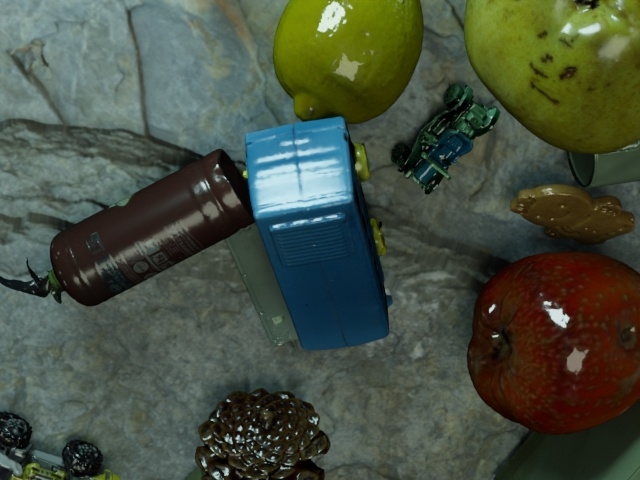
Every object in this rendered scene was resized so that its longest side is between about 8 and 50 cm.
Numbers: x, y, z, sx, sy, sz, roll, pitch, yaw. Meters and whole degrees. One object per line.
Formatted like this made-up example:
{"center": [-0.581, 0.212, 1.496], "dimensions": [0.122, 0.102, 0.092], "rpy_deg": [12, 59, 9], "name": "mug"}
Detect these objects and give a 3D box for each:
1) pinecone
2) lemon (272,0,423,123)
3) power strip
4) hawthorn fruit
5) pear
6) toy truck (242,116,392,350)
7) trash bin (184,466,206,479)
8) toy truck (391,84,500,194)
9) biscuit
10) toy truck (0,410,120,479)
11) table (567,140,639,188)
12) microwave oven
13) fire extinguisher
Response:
{"center": [-0.085, 0.324, 2.053], "dimensions": [0.208, 0.207, 0.207], "rpy_deg": [-5, 120, -8], "name": "pinecone"}
{"center": [0.039, -0.255, 1.750], "dimensions": [0.184, 0.184, 0.248], "rpy_deg": [29, 89, -24], "name": "lemon"}
{"center": [-0.075, 0.064, 1.996], "dimensions": [0.060, 0.027, 0.252], "rpy_deg": [-21, 121, 1], "name": "power strip"}
{"center": [0.362, 0.138, 1.990], "dimensions": [0.300, 0.275, 0.275], "rpy_deg": [-19, 121, -11], "name": "hawthorn fruit"}
{"center": [0.335, -0.266, 1.720], "dimensions": [0.304, 0.304, 0.303], "rpy_deg": [-5, 120, -8], "name": "pear"}
{"center": [0.000, 0.000, 1.834], "dimensions": [0.161, 0.162, 0.385], "rpy_deg": [-9, 147, 5], "name": "toy truck"}
{"center": [-0.192, 0.399, 2.160], "dimensions": [0.061, 0.043, 0.092], "rpy_deg": [35, 105, -25], "name": "trash bin"}
{"center": [0.174, -0.134, 1.901], "dimensions": [0.080, 0.078, 0.154], "rpy_deg": [34, 108, -27], "name": "toy truck"}
{"center": [0.364, -0.036, 1.978], "dimensions": [0.133, 0.027, 0.184], "rpy_deg": [-16, 148, 37], "name": "biscuit"}
{"center": [-0.438, 0.343, 2.041], "dimensions": [0.286, 0.111, 0.136], "rpy_deg": [23, 115, -19], "name": "toy truck"}
{"center": [0.462, -0.148, 1.917], "dimensions": [0.220, 0.126, 0.126], "rpy_deg": [-8, 120, -6], "name": "table"}
{"center": [0.501, 0.359, 2.094], "dimensions": [0.247, 0.333, 0.394], "rpy_deg": [28, 112, -19], "name": "microwave oven"}
{"center": [-0.259, -0.003, 1.869], "dimensions": [0.337, 0.114, 0.135], "rpy_deg": [-28, 147, 6], "name": "fire extinguisher"}
